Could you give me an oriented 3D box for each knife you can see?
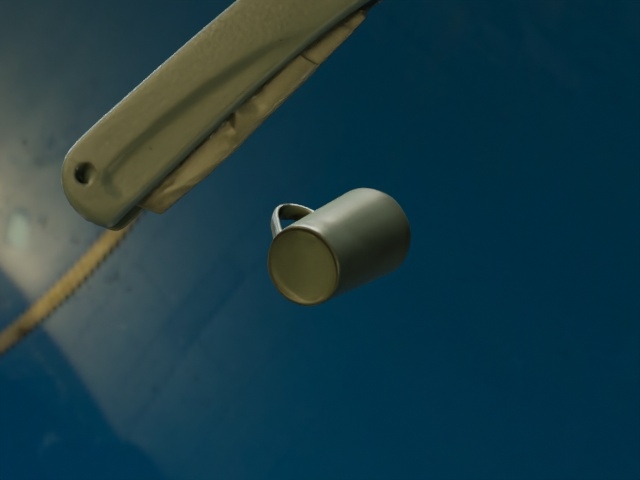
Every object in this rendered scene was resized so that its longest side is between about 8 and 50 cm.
[{"bbox_3d":[-0.028,-0.062,0.589,0.162,0.023,0.044,-40,-106,4],"label":"knife"}]

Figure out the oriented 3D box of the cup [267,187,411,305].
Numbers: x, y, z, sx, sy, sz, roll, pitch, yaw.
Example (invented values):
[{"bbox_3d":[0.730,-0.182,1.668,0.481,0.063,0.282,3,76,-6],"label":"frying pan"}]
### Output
[{"bbox_3d":[0.004,-0.003,0.935,0.075,0.083,0.054,48,-58,10],"label":"cup"}]
